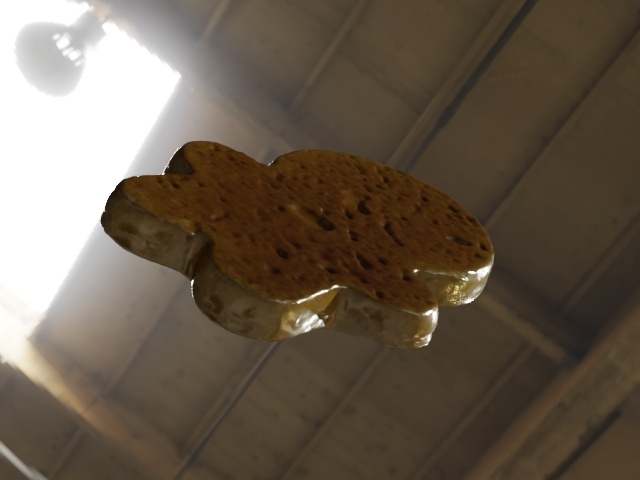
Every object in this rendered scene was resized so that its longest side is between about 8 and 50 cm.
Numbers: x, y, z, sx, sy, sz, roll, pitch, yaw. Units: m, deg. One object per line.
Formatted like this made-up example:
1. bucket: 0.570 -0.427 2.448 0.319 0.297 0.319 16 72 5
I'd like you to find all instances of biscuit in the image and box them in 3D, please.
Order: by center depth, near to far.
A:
1. biscuit: 0.000 0.000 0.735 0.180 0.236 0.039 36 -61 31
